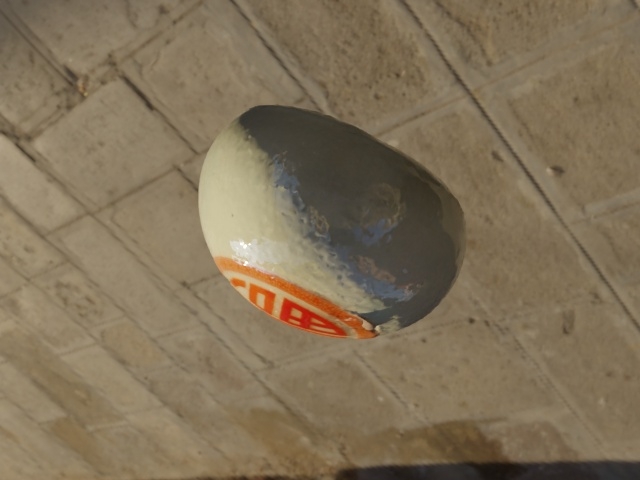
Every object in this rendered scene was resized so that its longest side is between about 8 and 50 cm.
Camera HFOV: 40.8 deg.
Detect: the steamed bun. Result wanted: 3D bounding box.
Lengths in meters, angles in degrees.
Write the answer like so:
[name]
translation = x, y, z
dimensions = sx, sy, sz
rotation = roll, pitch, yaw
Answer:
[steamed bun]
translation = 0.000, 0.000, 0.856
dimensions = 0.283, 0.177, 0.283
rotation = 25, 168, 6
